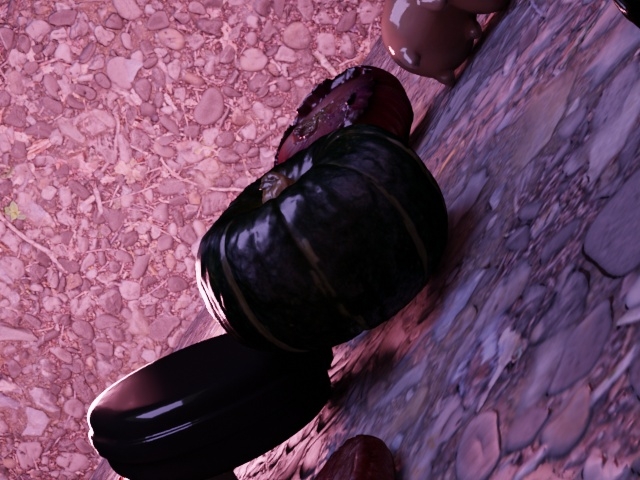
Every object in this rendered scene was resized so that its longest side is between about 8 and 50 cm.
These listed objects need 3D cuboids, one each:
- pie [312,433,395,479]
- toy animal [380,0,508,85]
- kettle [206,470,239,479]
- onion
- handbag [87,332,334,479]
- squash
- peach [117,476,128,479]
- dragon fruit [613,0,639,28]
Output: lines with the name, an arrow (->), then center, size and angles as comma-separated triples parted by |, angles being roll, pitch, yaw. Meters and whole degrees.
pie -> 0.007, 0.210, 0.782 | 0.154, 0.036, 0.154 | -57, 8, 12
toy animal -> 0.185, -0.349, 1.485 | 0.250, 0.166, 0.154 | -58, 36, 19
kettle -> -0.138, 0.276, 1.206 | 0.148, 0.098, 0.126 | 152, 128, -81
onion -> 0.040, -0.147, 1.550 | 0.248, 0.161, 0.248 | -58, 17, 29
handbag -> -0.116, 0.173, 1.133 | 0.254, 0.093, 0.308 | -25, 7, -27
squash -> 0.000, 0.000, 1.014 | 0.252, 0.165, 0.252 | -28, 18, 10
peach -> -0.318, 0.420, 1.924 | 0.279, 0.068, 0.189 | -54, 11, 28
dragon fruit -> 0.216, -0.189, 0.552 | 0.189, 0.182, 0.182 | -8, -34, -43
